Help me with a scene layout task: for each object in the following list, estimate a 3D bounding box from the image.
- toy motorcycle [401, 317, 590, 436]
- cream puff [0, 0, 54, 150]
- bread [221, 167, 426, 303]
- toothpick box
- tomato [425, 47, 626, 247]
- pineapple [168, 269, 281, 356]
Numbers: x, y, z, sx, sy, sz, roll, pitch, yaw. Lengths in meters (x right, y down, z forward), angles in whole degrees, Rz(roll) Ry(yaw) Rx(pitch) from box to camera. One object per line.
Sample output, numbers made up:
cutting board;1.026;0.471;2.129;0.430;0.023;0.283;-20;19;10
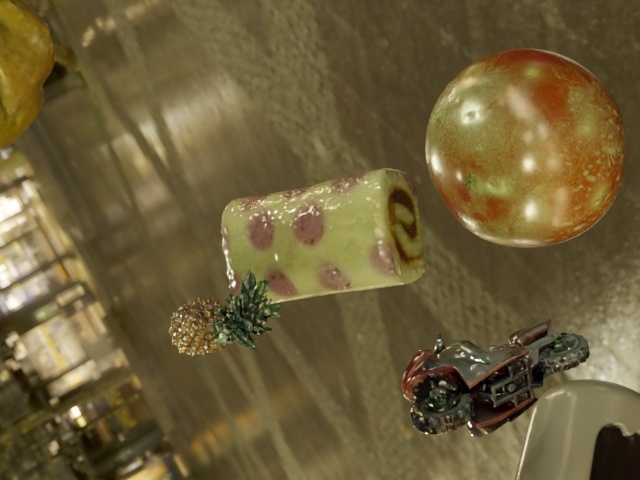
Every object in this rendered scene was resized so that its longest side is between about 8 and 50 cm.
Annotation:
toy motorcycle;0.176;0.140;1.240;0.122;0.213;0.082;37;144;56
cream puff;-0.359;-0.224;0.938;0.325;0.257;0.291;18;180;-21
bread;0.000;0.000;1.878;0.338;0.155;0.187;-9;85;38
toothpick box;0.375;0.340;1.670;0.229;0.316;0.229;13;145;10
tomato;0.260;-0.114;1.544;0.270;0.223;0.270;23;130;30
pineapple;-0.145;0.113;1.680;0.083;0.103;0.221;38;148;-26
